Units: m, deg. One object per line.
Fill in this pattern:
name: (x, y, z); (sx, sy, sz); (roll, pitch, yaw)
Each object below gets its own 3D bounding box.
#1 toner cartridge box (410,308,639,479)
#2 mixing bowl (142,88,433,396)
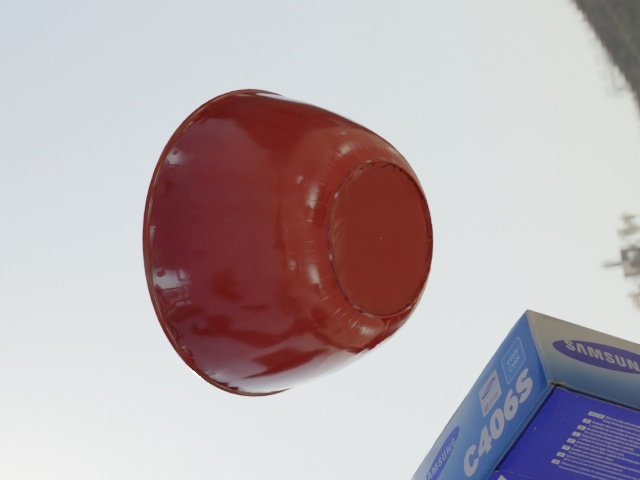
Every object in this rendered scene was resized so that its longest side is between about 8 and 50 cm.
toner cartridge box: (0.252, 0.171, 0.872); (0.348, 0.165, 0.075); (18, -149, -18)
mixing bowl: (0.000, 0.000, 0.745); (0.181, 0.098, 0.181); (2, -93, -47)
